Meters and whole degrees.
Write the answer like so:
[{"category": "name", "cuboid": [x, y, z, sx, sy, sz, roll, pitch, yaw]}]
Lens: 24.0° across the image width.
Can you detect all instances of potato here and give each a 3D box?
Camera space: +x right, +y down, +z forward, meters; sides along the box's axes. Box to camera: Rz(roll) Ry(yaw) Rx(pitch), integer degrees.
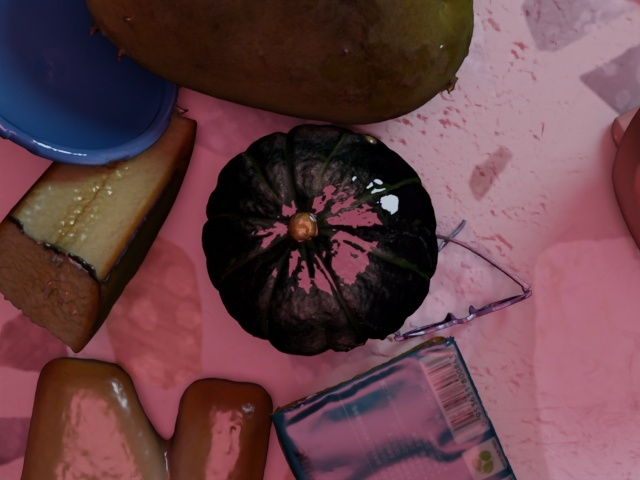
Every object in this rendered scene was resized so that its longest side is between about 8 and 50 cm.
[{"category": "potato", "cuboid": [-0.032, -0.246, 1.357, 0.359, 0.219, 0.269, 8, 112, -4]}]

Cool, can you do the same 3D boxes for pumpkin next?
[{"category": "pumpkin", "cuboid": [0.000, 0.000, 1.388, 0.220, 0.162, 0.220, -2, 79, 12]}]

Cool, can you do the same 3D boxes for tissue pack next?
[{"category": "tissue pack", "cuboid": [0.089, 0.243, 1.405, 0.192, 0.134, 0.271, -23, 90, 0]}]

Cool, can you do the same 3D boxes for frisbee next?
[{"category": "frisbee", "cuboid": [-0.246, -0.168, 1.397, 0.242, 0.045, 0.242, 18, 52, -25]}]

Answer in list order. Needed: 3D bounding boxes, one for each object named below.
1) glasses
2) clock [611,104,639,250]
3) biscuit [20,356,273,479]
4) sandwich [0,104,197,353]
[{"category": "glasses", "cuboid": [0.123, 0.029, 1.444, 0.140, 0.062, 0.104, -17, 88, -1]}, {"category": "clock", "cuboid": [0.357, -0.037, 1.359, 0.142, 0.241, 0.227, -27, 90, 3]}, {"category": "biscuit", "cuboid": [-0.175, 0.265, 1.442, 0.237, 0.062, 0.290, 10, 88, 1]}, {"category": "sandwich", "cuboid": [-0.207, -0.028, 1.417, 0.122, 0.128, 0.235, 32, 46, 0]}]
